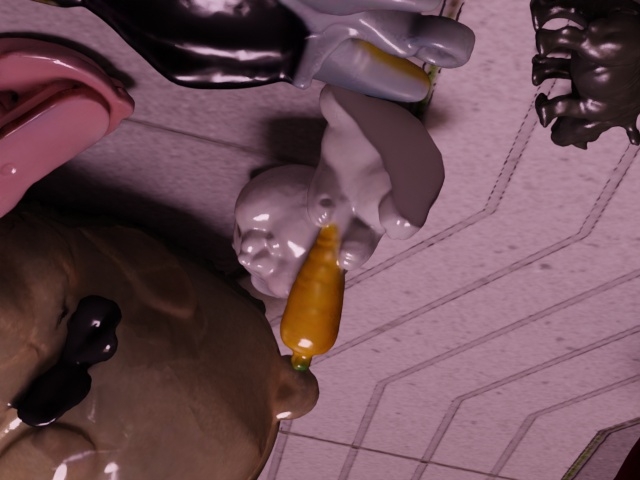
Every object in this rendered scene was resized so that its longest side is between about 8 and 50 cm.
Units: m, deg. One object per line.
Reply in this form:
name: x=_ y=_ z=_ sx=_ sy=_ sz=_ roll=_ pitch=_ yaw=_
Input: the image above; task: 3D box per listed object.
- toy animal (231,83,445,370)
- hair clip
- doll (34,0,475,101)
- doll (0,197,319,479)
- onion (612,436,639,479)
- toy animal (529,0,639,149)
toy animal: x=0.000 y=0.000 z=1.096 sx=0.181 sy=0.131 sz=0.127 roll=-37 pitch=169 yaw=38
hair clip: x=-0.188 y=-0.080 z=1.081 sx=0.138 sy=0.102 sz=0.123 roll=-36 pitch=145 yaw=9
doll: x=-0.082 y=-0.129 z=0.862 sx=0.316 sy=0.103 sz=0.145 roll=13 pitch=144 yaw=4
doll: x=-0.183 y=0.078 z=1.201 sx=0.349 sy=0.247 sz=0.247 roll=32 pitch=148 yaw=-16
onion: x=0.330 y=0.164 z=1.226 sx=0.347 sy=0.348 sz=0.385 roll=-8 pitch=113 yaw=29
toy animal: x=0.144 y=-0.083 z=0.975 sx=0.065 sy=0.047 sz=0.136 roll=-4 pitch=149 yaw=3
